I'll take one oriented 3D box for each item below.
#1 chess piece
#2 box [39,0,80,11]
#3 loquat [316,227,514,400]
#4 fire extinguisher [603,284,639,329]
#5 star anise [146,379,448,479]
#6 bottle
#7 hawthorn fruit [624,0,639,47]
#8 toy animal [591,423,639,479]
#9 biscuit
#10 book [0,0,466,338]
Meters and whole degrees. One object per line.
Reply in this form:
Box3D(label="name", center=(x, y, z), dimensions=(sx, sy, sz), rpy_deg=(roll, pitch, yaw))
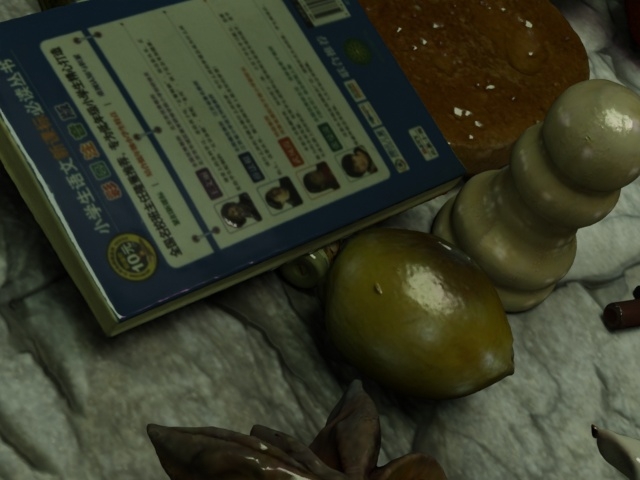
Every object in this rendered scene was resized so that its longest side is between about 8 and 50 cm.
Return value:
Box3D(label="chess piece", center=(0.221, -0.052, 1.336), dimensions=(0.143, 0.261, 0.142), rpy_deg=(13, 53, -17))
Box3D(label="box", center=(-0.179, -0.214, 1.374), dimensions=(0.159, 0.071, 0.240), rpy_deg=(-6, 58, -34))
Box3D(label="loquat", center=(0.089, 0.068, 1.249), dimensions=(0.195, 0.152, 0.152), rpy_deg=(22, 47, 5))
Box3D(label="fire extinguisher", center=(0.370, 0.066, 1.485), dimensions=(0.173, 0.035, 0.049), rpy_deg=(-5, 20, -31))
Box3D(label="star anise", center=(0.000, 0.222, 1.057), dimensions=(0.315, 0.108, 0.315), rpy_deg=(17, 39, -15))
Box3D(label="bottle", center=(0.000, -0.001, 1.320), dimensions=(0.047, 0.063, 0.101), rpy_deg=(13, 41, 18))
Box3D(label="hawthorn fruit", center=(0.478, -0.330, 1.743), dimensions=(0.207, 0.207, 0.243), rpy_deg=(19, 43, -15))
Box3D(label="toy animal", center=(0.270, 0.311, 1.118), dimensions=(0.183, 0.247, 0.310), rpy_deg=(11, 26, 25))
Box3D(label="biscuit", center=(0.134, -0.216, 1.551), dimensions=(0.314, 0.063, 0.367), rpy_deg=(45, 47, 14))
Box3D(label="book", center=(-0.090, -0.114, 1.279), dimensions=(0.428, 0.039, 0.300), rpy_deg=(-23, 76, -36))
